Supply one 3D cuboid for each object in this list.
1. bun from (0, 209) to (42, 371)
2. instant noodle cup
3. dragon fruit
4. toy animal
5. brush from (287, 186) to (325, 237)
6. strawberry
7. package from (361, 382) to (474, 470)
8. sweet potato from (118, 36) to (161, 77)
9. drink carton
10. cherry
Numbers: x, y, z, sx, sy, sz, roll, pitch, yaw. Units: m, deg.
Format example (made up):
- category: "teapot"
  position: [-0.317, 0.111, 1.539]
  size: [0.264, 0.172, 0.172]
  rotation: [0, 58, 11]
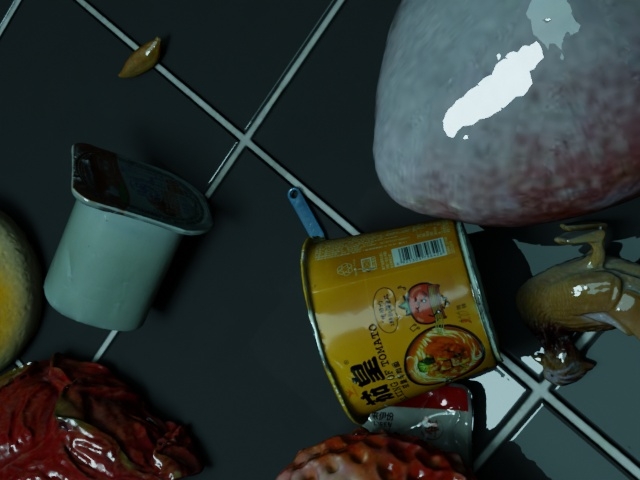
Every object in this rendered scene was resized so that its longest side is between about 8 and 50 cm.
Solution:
- category: "bun"
  position: [-0.576, 0.074, 1.181]
  size: [0.299, 0.165, 0.298]
  rotation: [-3, 83, 24]
- category: "instant noodle cup"
  position: [0.093, 0.075, 0.849]
  size: [0.172, 0.216, 0.215]
  rotation: [-17, 79, 12]
- category: "dragon fruit"
  position: [-0.318, 0.290, 1.066]
  size: [0.330, 0.240, 0.302]
  rotation: [-2, 56, 4]
- category: "toy animal"
  position: [0.300, 0.072, 0.818]
  size: [0.188, 0.089, 0.179]
  rotation: [-1, 102, 25]
- category: "brush"
  position: [0.000, 0.000, 0.997]
  size: [0.051, 0.014, 0.164]
  rotation: [-34, 72, 17]
- category: "strawberry"
  position: [0.067, 0.330, 0.782]
  size: [0.336, 0.149, 0.265]
  rotation: [20, 82, 47]
- category: "package"
  position: [0.108, 0.283, 0.915]
  size: [0.154, 0.030, 0.239]
  rotation: [-1, 86, 27]
- category: "sweet potato"
  position: [-0.258, -0.260, 1.130]
  size: [0.095, 0.034, 0.034]
  rotation: [-31, 74, 31]
- category: "drink carton"
  position: [-0.261, 0.008, 1.027]
  size: [0.189, 0.191, 0.185]
  rotation: [-65, 28, 15]
- category: "cherry"
  position: [0.206, -0.180, 0.760]
  size: [0.335, 0.291, 0.326]
  rotation: [-15, 85, 26]
